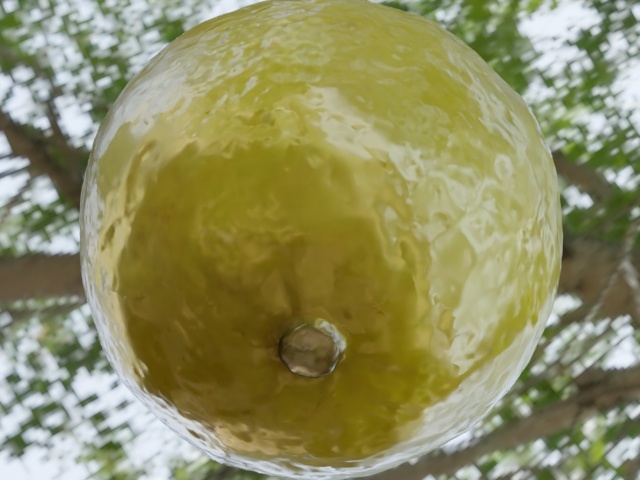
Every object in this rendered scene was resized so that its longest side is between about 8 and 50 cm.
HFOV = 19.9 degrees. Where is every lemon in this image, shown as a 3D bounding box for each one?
[{"bbox_3d":[0.000,0.000,1.204,0.348,0.348,0.348,18,-59,32],"label":"lemon"}]
